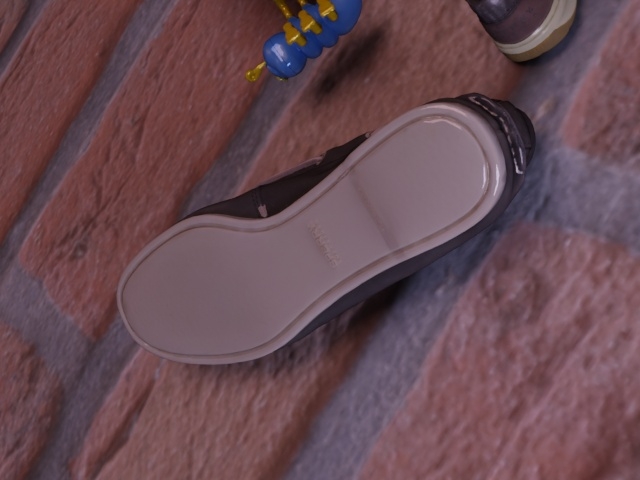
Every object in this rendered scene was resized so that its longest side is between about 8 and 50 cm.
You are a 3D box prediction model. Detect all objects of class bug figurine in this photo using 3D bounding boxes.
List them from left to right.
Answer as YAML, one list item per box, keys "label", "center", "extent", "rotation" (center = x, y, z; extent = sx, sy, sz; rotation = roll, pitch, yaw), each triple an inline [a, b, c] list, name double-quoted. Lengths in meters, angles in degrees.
- label: "bug figurine"
  center: [0.008, -0.248, 0.817]
  extent: [0.216, 0.072, 0.279]
  rotation: [-34, 43, 15]

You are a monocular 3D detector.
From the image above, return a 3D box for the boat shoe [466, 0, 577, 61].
- label: "boat shoe"
  center: [0.130, -0.230, 0.694]
  extent: [0.080, 0.073, 0.223]
  rotation: [-18, 56, 35]

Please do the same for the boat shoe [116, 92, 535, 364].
- label: "boat shoe"
  center: [0.000, 0.000, 0.689]
  extent: [0.335, 0.095, 0.112]
  rotation: [-26, 88, 34]
